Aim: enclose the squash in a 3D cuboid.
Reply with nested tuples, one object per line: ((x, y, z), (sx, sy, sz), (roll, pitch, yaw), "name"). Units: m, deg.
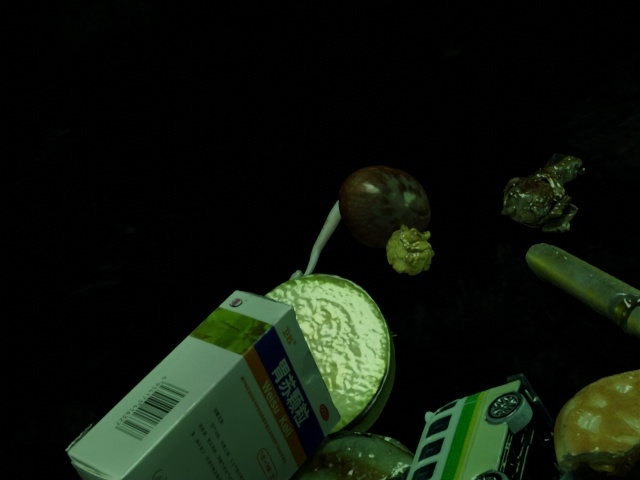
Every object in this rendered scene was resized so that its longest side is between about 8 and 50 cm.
((-0.012, 0.171, 1.566), (0.252, 0.049, 0.252), (-10, 61, 19), "squash")

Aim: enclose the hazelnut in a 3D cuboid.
((0.105, -0.056, 1.861), (0.143, 0.154, 0.143), (-40, 32, 32), "hazelnut")

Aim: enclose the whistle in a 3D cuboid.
((0.400, 0.081, 1.543), (0.068, 0.057, 0.326), (15, 12, -32), "whistle")

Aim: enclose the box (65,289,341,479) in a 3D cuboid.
((-0.128, 0.233, 1.352), (0.106, 0.200, 0.299), (15, 48, 42), "box")

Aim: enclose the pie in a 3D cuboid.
((-0.010, 0.341, 1.371), (0.302, 0.067, 0.302), (-17, 34, 12), "pie")

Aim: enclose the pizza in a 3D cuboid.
((0.353, 0.210, 1.312), (0.127, 0.058, 0.246), (24, 37, 32), "pizza")

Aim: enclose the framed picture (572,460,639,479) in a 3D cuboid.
((0.365, 0.303, 1.246), (0.250, 0.016, 0.184), (5, 39, 39), "framed picture")

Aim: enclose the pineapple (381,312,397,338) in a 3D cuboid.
((0.003, 0.152, 1.667), (0.225, 0.076, 0.225), (-18, 30, 11), "pineapple")

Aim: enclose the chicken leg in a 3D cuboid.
((0.355, -0.077, 1.818), (0.125, 0.080, 0.196), (1, 29, 17), "chicken leg")

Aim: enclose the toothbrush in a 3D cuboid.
((0.000, 0.000, 1.955), (0.025, 0.029, 0.307), (-13, 30, 30), "toothbrush")

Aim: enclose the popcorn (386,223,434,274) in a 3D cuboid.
((0.141, 0.014, 1.797), (0.057, 0.083, 0.082), (-8, -4, -33), "popcorn")

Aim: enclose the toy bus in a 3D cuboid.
((0.172, 0.293, 1.254), (0.165, 0.133, 0.276), (-21, 23, 32), "toy bus")
